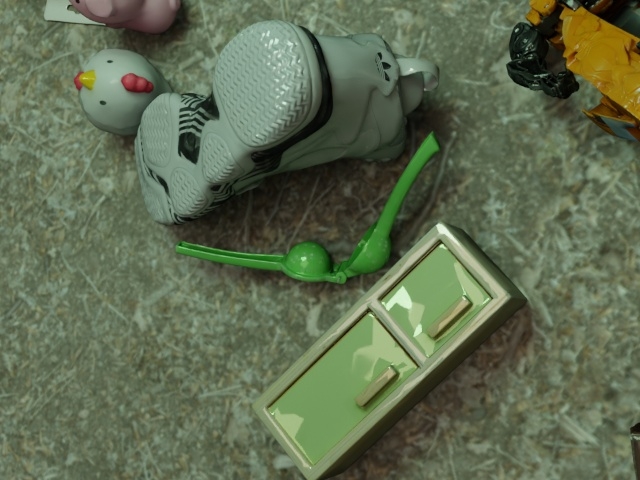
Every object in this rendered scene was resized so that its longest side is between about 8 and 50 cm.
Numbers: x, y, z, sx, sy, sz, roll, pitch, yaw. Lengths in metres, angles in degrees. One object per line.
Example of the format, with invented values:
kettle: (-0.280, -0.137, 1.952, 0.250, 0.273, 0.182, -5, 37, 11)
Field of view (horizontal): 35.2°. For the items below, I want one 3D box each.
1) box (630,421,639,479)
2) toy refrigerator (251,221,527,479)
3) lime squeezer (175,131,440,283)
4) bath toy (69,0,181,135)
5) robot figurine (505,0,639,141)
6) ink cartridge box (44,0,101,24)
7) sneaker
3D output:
box: (0.380, 0.336, 0.826, 0.191, 0.143, 0.381, -8, 81, 21)
toy refrigerator: (0.066, 0.112, 0.998, 0.269, 0.094, 0.102, -45, 71, 13)
lime squeezer: (0.000, 0.000, 1.037, 0.310, 0.110, 0.059, -21, 36, 23)
bath toy: (-0.215, -0.292, 1.111, 0.151, 0.129, 0.348, 4, 90, -15)
robot figurine: (0.277, -0.184, 0.876, 0.211, 0.085, 0.291, -45, 27, 12)
ink cartridge box: (-0.293, -0.356, 1.206, 0.104, 0.061, 0.181, 9, 89, 23)
sneaker: (-0.043, -0.110, 1.047, 0.366, 0.210, 0.137, -27, 72, 54)
